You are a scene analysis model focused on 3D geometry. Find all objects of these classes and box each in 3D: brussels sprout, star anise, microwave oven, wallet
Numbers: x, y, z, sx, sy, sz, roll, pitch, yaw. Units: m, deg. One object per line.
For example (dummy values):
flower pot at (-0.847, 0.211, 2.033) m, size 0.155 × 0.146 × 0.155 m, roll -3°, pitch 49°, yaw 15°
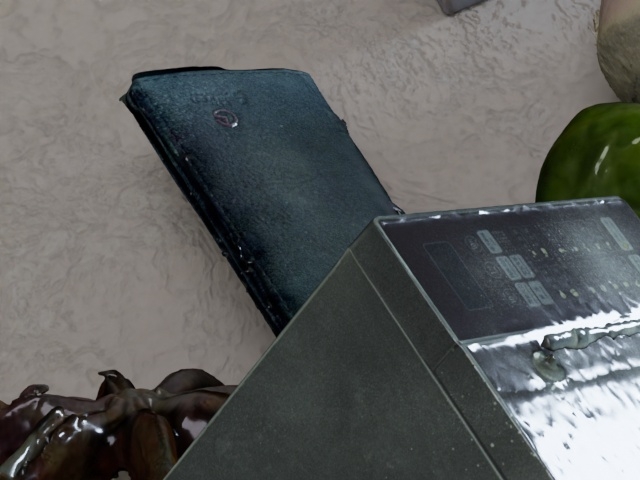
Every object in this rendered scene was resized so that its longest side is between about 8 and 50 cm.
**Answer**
brussels sprout at (0.234, -0.013, 1.390) m, size 0.161 × 0.144 × 0.180 m, roll 10°, pitch 99°, yaw 45°
star anise at (-0.132, 0.140, 1.315) m, size 0.288 × 0.288 × 0.088 m, roll 3°, pitch 96°, yaw 11°
microwave oven at (0.132, 0.243, 1.076) m, size 0.236 × 0.374 × 0.432 m, roll -4°, pitch 53°, yaw -46°
wallet at (0.000, 0.000, 1.431) m, size 0.191 × 0.046 × 0.379 m, roll -3°, pitch 47°, yaw -39°

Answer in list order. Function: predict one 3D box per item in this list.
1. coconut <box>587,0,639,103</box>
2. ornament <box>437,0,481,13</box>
coconut at (0.328, -0.194, 1.457) m, size 0.224 × 0.224 × 0.234 m, roll 0°, pitch 61°, yaw 9°
ornament at (0.155, -0.387, 1.578) m, size 0.239 × 0.239 × 0.239 m, roll -23°, pitch 58°, yaw -6°
